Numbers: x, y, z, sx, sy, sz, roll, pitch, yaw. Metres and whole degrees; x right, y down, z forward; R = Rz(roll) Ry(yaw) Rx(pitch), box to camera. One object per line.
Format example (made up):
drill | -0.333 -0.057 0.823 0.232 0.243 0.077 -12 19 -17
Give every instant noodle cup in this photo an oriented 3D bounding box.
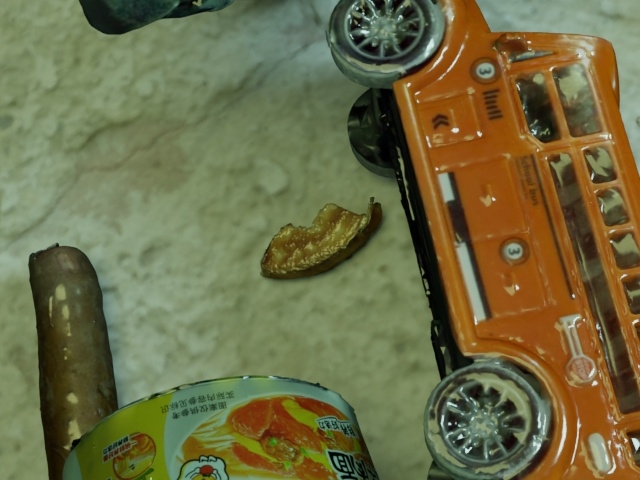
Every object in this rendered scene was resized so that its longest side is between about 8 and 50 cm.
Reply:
instant noodle cup | -0.042 0.172 0.935 0.205 0.205 0.153 -20 56 11

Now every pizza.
pizza | 0.000 0.000 1.068 0.083 0.016 0.037 -28 66 12

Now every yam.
yam | -0.135 0.123 1.053 0.046 0.046 0.264 -15 69 13

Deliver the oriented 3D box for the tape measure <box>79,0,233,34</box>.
tape measure | -0.012 -0.238 0.990 0.275 0.147 0.256 -24 34 8

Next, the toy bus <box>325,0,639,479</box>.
toy bus | 0.102 0.003 0.965 0.153 0.143 0.329 -13 67 0
